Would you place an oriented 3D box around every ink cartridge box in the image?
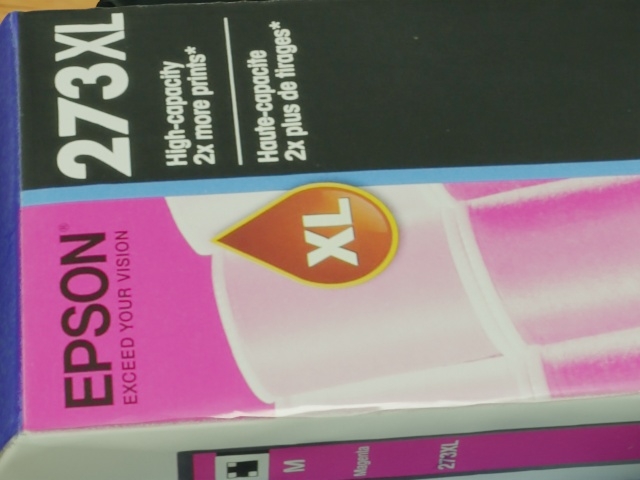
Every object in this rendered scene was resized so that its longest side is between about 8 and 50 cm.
[{"bbox_3d":[0.000,0.000,0.671,0.370,0.069,0.176,-5,54,-4],"label":"ink cartridge box"}]

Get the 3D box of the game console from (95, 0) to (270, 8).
[{"bbox_3d":[0.046,0.070,0.683,0.342,0.060,0.387,14,52,0],"label":"game console"}]
